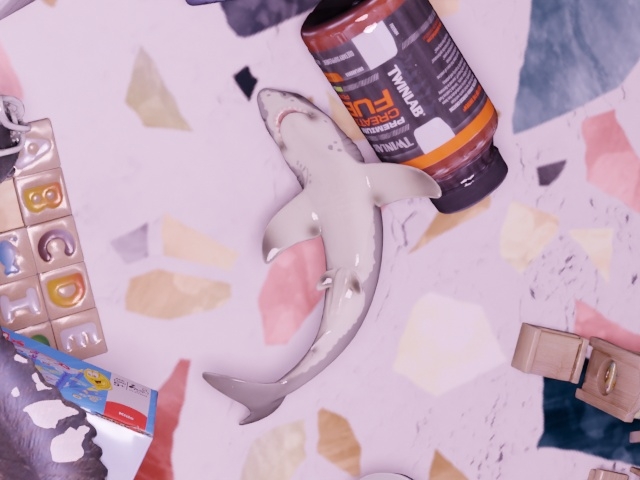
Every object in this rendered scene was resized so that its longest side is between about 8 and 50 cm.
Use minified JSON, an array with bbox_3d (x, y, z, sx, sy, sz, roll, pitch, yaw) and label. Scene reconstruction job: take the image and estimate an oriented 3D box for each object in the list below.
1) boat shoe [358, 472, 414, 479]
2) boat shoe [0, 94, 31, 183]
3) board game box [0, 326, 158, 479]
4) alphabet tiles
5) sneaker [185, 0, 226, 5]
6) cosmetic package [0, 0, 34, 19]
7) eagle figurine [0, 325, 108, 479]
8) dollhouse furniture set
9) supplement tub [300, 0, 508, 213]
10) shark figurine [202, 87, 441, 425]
[{"bbox_3d":[0.065,0.339,1.502,0.114,0.091,0.303,8,100,23],"label":"boat shoe"},{"bbox_3d":[-0.269,-0.071,1.289,0.105,0.113,0.306,-3,102,-26],"label":"boat shoe"},{"bbox_3d":[-0.316,0.195,1.266,0.302,0.086,0.308,24,105,-10],"label":"board game box"},{"bbox_3d":[-0.279,0.042,1.367,0.198,0.009,0.237,-16,104,-17],"label":"alphabet tiles"},{"bbox_3d":[-0.050,-0.228,1.385,0.144,0.053,0.059,-28,108,-23],"label":"sneaker"},{"bbox_3d":[-0.147,-0.284,1.194,0.224,0.224,0.138,-39,95,-41],"label":"cosmetic package"},{"bbox_3d":[-0.288,0.127,1.127,0.225,0.226,0.298,-49,144,-28],"label":"eagle figurine"},{"bbox_3d":[0.259,0.175,1.536,0.182,0.101,0.161,12,94,-22],"label":"dollhouse furniture set"},{"bbox_3d":[0.075,-0.119,1.419,0.106,0.106,0.198,-38,109,-11],"label":"supplement tub"},{"bbox_3d":[0.013,0.026,1.428,0.166,0.116,0.278,9,88,12],"label":"shark figurine"}]
